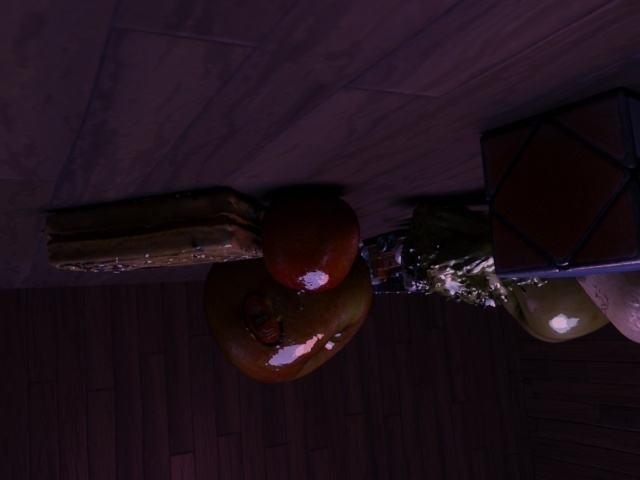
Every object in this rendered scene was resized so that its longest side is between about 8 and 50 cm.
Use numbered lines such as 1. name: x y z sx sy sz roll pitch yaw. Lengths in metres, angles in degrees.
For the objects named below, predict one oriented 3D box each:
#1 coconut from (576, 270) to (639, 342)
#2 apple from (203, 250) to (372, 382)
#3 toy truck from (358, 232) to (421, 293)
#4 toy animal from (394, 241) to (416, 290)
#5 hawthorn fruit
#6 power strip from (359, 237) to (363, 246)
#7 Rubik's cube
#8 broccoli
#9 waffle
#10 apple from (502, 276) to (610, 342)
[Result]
1. coconut: 0.698 0.026 1.229 0.347 0.360 0.346 -13 140 -11
2. apple: -0.081 0.128 1.421 0.400 0.333 0.400 -35 162 -13
3. toy truck: 0.218 0.081 1.907 0.133 0.184 0.338 0 171 -26
4. toy animal: 0.323 0.026 1.628 0.249 0.174 0.289 -18 169 10
5. hawthorn fruit: -0.024 0.020 1.134 0.197 0.225 0.196 8 169 1
6. power strip: 0.036 0.002 1.795 0.060 0.027 0.253 -9 172 38
7. Rubik's cube: 0.364 -0.058 0.814 0.205 0.207 0.205 3 168 -40
8. broccoli: 0.335 -0.004 1.256 0.353 0.274 0.397 -26 166 -1
9. waffle: -0.298 -0.009 1.182 0.377 0.113 0.261 -6 175 14
10. apple: 0.620 0.079 1.559 0.358 0.357 0.357 -5 173 -1
